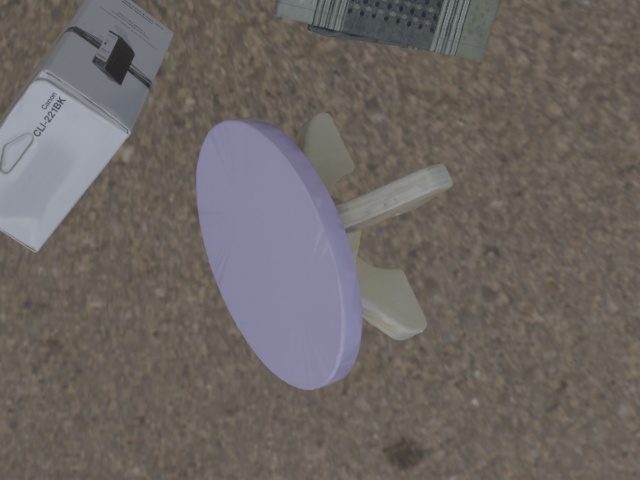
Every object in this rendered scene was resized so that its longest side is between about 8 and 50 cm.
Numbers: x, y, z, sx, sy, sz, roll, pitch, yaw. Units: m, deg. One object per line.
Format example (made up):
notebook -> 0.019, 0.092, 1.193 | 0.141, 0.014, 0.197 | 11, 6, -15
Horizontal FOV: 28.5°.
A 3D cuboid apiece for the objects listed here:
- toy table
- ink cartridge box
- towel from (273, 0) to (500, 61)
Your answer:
toy table -> 0.000, 0.000, 1.268 | 0.160, 0.252, 0.274 | -14, 88, -44
ink cartridge box -> -0.282, -0.144, 1.409 | 0.114, 0.273, 0.197 | 35, 118, -15
towel -> 0.103, -0.400, 1.567 | 0.312, 0.056, 0.324 | 9, 102, -25
